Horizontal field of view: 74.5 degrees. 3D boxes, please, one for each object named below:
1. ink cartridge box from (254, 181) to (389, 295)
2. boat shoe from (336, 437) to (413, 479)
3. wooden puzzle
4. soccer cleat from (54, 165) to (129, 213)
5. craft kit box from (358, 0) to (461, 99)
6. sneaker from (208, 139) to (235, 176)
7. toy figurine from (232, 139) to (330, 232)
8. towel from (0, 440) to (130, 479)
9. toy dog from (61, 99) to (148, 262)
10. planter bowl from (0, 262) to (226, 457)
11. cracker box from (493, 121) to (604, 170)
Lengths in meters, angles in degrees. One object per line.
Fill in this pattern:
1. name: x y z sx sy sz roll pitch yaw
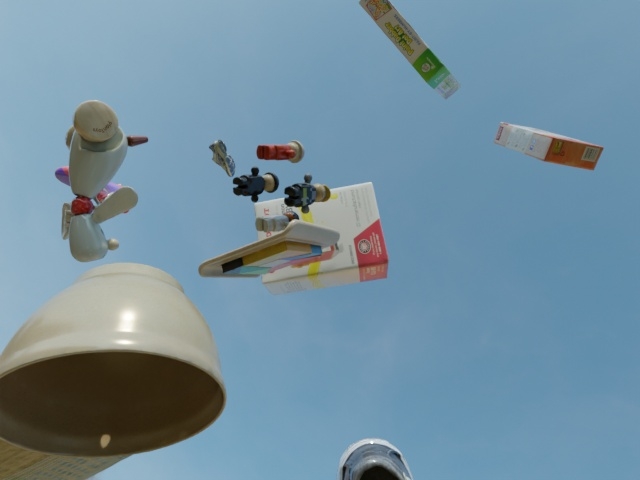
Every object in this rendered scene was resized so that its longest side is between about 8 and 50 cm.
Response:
1. ink cartridge box: 0.000 0.000 1.333 0.385 0.160 0.279 -10 -112 3
2. boat shoe: 0.088 0.338 0.368 0.108 0.102 0.301 -13 -105 -3
3. wooden puzzle: -0.097 0.033 0.879 0.239 0.221 0.044 -25 -105 22
4. soccer cleat: -0.748 -0.169 1.402 0.083 0.248 0.095 -36 -131 29
5. craft kit box: 0.224 -0.462 1.008 0.061 0.250 0.246 -44 -102 25
6. sneaker: -0.342 -0.282 1.463 0.058 0.052 0.135 -11 -63 21
7. toy figurine: -0.101 -0.137 1.106 0.213 0.148 0.209 -44 -108 36
8. towel: -0.360 0.269 0.613 0.040 0.271 0.370 56 -20 33
9. toy dog: -0.464 -0.130 0.929 0.220 0.161 0.333 27 -69 50
10. planter bowl: -0.161 0.087 0.340 0.162 0.109 0.162 -9 -44 -8
11. cracker box: 0.608 -0.260 1.143 0.156 0.232 0.067 6 -68 -15
